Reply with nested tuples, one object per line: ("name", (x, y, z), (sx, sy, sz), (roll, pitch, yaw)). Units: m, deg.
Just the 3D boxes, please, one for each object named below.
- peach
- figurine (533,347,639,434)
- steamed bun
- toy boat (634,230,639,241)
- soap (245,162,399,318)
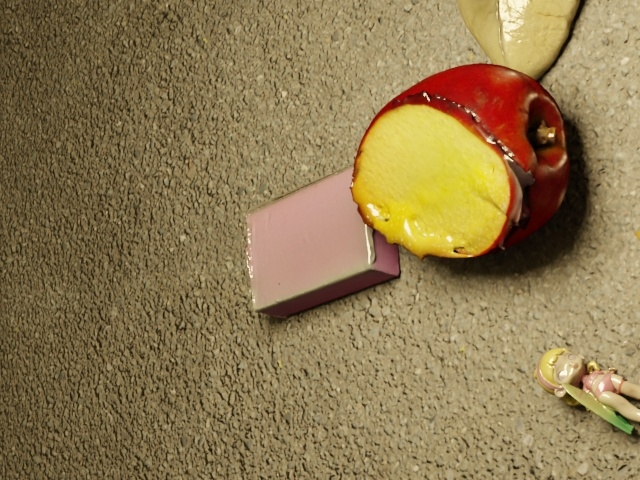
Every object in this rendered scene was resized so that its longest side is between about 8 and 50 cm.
("peach", (0.205, -0.111, 2.041), (0.361, 0.201, 0.258), (-26, 92, 52))
("figurine", (0.357, 0.195, 1.908), (0.187, 0.083, 0.083), (19, 93, 33))
("steamed bun", (0.284, -0.362, 2.085), (0.212, 0.110, 0.231), (-46, 54, 26))
("toy boat", (0.455, 0.078, 1.832), (0.088, 0.068, 0.226), (-48, 51, 32))
("soap", (0.001, 0.000, 2.287), (0.259, 0.081, 0.181), (-22, 66, 38))
